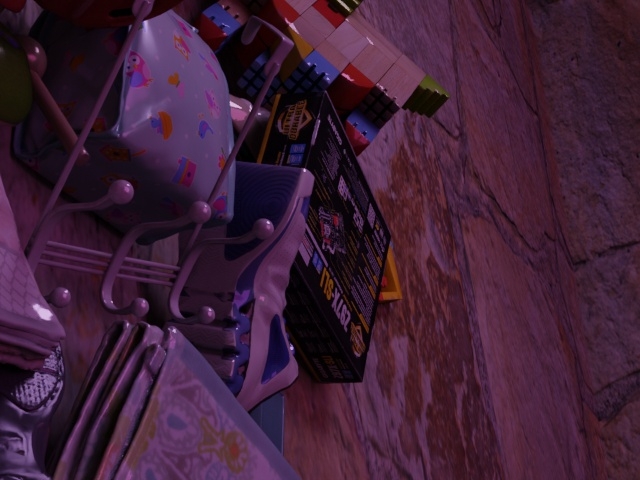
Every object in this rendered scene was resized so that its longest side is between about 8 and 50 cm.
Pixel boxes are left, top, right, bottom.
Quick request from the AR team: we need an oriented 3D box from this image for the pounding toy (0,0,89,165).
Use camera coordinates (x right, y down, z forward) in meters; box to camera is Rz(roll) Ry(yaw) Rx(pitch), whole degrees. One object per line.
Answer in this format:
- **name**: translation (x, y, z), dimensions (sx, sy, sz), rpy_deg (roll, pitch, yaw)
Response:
- **pounding toy**: translation (-0.293, -0.192, 1.133), dimensions (0.183, 0.110, 0.237), rpy_deg (47, 9, 34)

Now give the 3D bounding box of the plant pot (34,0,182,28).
- **plant pot**: translation (-0.229, -0.363, 1.213), dimensions (0.272, 0.272, 0.265), rpy_deg (38, 20, -53)

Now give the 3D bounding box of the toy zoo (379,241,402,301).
- **toy zoo**: translation (0.058, 0.008, 1.989), dimensions (0.293, 0.030, 0.192), rpy_deg (3, 69, -66)

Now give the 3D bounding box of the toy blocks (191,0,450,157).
- **toy blocks**: translation (-0.017, -0.256, 1.771), dimensions (0.381, 0.191, 0.261), rpy_deg (42, 33, -4)

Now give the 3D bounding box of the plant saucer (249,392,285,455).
- **plant saucer**: translation (-0.065, 0.254, 1.528), dimensions (0.067, 0.018, 0.192), rpy_deg (48, 32, -43)

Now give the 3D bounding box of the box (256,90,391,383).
- **box**: translation (0.000, 0.000, 1.674), dimensions (0.322, 0.079, 0.257), rpy_deg (62, 35, -48)

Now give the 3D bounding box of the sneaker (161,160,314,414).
- **sneaker**: translation (-0.090, 0.076, 1.438), dimensions (0.182, 0.127, 0.315), rpy_deg (52, 53, -62)

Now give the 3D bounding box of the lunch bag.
- **lunch bag**: translation (-0.201, -0.161, 1.365), dimensions (0.223, 0.160, 0.262), rpy_deg (40, 43, -50)

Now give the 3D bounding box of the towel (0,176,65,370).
- **towel**: translation (-0.352, -0.062, 0.978), dimensions (0.332, 0.053, 0.317), rpy_deg (29, 31, -61)

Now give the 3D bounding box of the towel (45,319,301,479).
- **towel**: translation (-0.135, 0.300, 1.191), dimensions (0.374, 0.090, 0.320), rpy_deg (57, 37, -37)

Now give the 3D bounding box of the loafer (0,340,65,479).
- **loafer**: translation (-0.276, 0.170, 1.038), dimensions (0.109, 0.095, 0.302), rpy_deg (19, 37, -29)

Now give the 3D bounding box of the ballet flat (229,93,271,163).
- **ballet flat**: translation (-0.082, -0.129, 1.700), dimensions (0.086, 0.086, 0.248), rpy_deg (-84, 152, -46)

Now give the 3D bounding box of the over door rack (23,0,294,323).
- **over door rack**: translation (-0.134, -0.079, 1.184), dimensions (0.239, 0.108, 0.324), rpy_deg (15, 92, -58)
